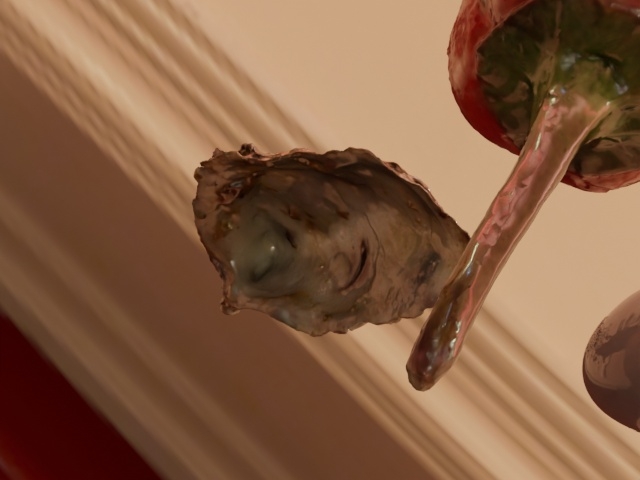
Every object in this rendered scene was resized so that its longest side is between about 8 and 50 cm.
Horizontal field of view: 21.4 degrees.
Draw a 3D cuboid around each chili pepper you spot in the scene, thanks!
[{"bbox_3d":[0.114,-0.090,0.636,0.131,0.338,0.134,3,-57,9],"label":"chili pepper"}]

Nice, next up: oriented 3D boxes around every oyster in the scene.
[{"bbox_3d":[-0.020,-0.020,1.599,0.396,0.111,0.204,-7,-62,50],"label":"oyster"}]

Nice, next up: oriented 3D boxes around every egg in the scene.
[{"bbox_3d":[0.326,0.102,1.496,0.199,0.146,0.146,-21,-73,34],"label":"egg"}]
